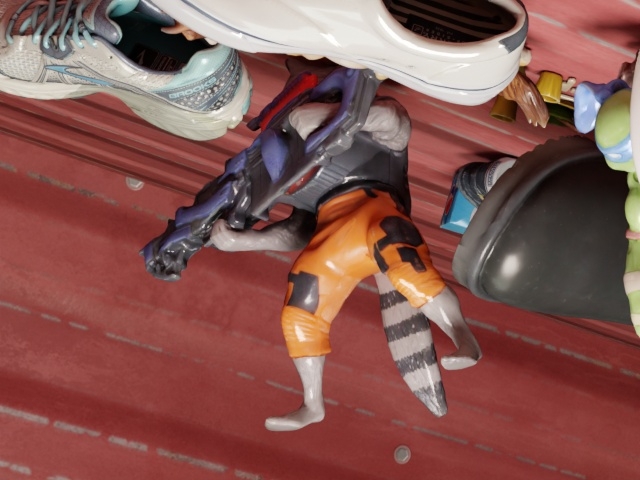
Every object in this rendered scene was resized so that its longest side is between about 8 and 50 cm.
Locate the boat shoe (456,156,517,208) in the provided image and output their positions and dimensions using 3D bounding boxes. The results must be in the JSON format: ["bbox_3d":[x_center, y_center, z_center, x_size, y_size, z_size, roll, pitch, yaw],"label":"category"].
[{"bbox_3d":[0.229,-0.038,1.810,0.183,0.065,0.083,27,172,-26],"label":"boat shoe"}]

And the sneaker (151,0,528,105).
[{"bbox_3d":[0.011,-0.164,1.108,0.258,0.094,0.091,14,154,-5],"label":"sneaker"}]

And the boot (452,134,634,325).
[{"bbox_3d":[0.368,0.084,1.394,0.445,0.146,0.367,36,-156,29],"label":"boot"}]

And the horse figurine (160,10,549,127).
[{"bbox_3d":[0.039,-0.143,1.265,0.263,0.066,0.174,16,-179,35],"label":"horse figurine"}]

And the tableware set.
[{"bbox_3d":[0.166,-0.113,1.405,0.104,0.024,0.154,17,175,-1],"label":"tableware set"}]

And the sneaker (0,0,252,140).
[{"bbox_3d":[-0.195,-0.183,1.523,0.283,0.110,0.122,13,157,7],"label":"sneaker"}]

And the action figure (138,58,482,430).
[{"bbox_3d":[0.000,0.000,1.537,0.178,0.330,0.341,12,150,-38],"label":"action figure"}]

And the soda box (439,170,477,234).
[{"bbox_3d":[0.242,-0.017,1.925,0.210,0.067,0.071,16,175,-4],"label":"soda box"}]

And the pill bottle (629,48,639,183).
[{"bbox_3d":[0.303,-0.056,0.829,0.161,0.161,0.283,21,173,-40],"label":"pill bottle"}]

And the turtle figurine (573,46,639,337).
[{"bbox_3d":[0.302,0.000,1.138,0.266,0.198,0.275,10,-165,-41],"label":"turtle figurine"}]
